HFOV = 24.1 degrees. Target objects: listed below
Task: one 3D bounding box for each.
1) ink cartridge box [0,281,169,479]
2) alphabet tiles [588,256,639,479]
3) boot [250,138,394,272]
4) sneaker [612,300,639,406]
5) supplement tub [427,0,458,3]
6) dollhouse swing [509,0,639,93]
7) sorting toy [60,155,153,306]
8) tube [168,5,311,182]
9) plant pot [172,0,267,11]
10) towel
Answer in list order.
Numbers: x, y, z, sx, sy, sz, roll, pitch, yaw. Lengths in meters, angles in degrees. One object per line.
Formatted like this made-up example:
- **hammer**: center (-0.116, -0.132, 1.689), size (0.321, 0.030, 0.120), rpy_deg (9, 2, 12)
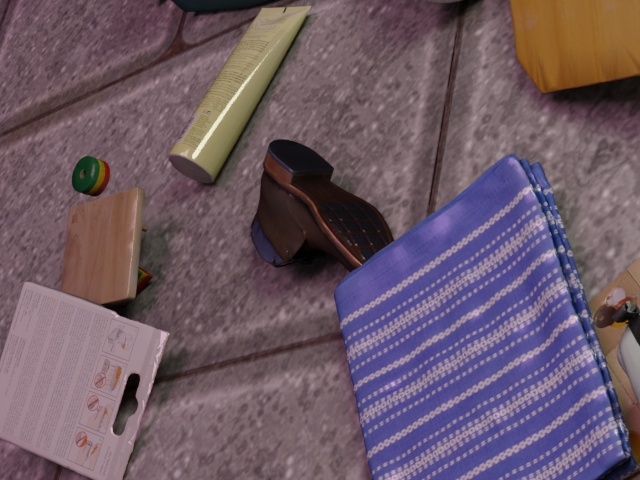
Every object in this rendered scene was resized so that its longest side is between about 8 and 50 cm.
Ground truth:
- **ink cartridge box**: center (-0.264, 0.159, 1.663), size (0.225, 0.056, 0.181), rpy_deg (16, 87, 32)
- **alphabet tiles**: center (0.280, 0.141, 1.108), size (0.285, 0.011, 0.342), rpy_deg (-44, 37, 14)
- **boot**: center (0.000, 0.000, 1.510), size (0.219, 0.082, 0.106), rpy_deg (52, 131, 42)
- **sneaker**: center (0.316, 0.038, 1.062), size (0.256, 0.094, 0.151), rpy_deg (-43, 34, 14)
- **supplement tub**: center (0.113, -0.355, 1.582), size (0.144, 0.144, 0.199), rpy_deg (-43, 37, 16)
- **dollhouse swing**: center (0.323, -0.331, 1.325), size (0.315, 0.305, 0.347), rpy_deg (-25, 8, -20)
- **sorting toy**: center (-0.244, 0.027, 1.750), size (0.132, 0.046, 0.274), rpy_deg (-14, 65, 43)
- **tube**: center (-0.094, -0.179, 1.757), size (0.070, 0.062, 0.240), rpy_deg (25, 71, 10)
- **plant pot**: center (-0.107, -0.389, 1.856), size (0.234, 0.166, 0.165), rpy_deg (12, 71, 44)
- **towel**: center (0.121, 0.104, 1.263), size (0.243, 0.040, 0.336), rpy_deg (-36, 42, 25)
